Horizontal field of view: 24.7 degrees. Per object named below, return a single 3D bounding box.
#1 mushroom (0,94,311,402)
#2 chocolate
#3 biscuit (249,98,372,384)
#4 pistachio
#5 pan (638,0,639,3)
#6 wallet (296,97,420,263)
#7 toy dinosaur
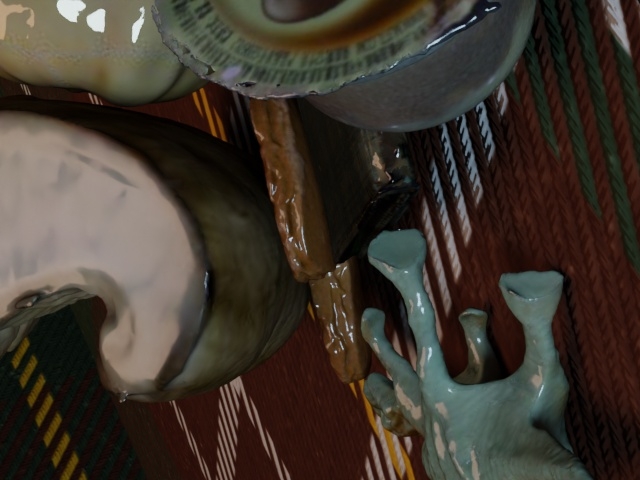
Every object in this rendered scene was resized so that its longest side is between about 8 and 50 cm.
[{"bbox_3d":[-0.110,-0.010,1.156,0.313,0.397,0.224,-2,93,32],"label":"mushroom"},{"bbox_3d":[0.039,-0.133,0.712,0.147,0.221,0.221,34,-161,-53],"label":"chocolate"},{"bbox_3d":[0.001,0.000,1.017,0.192,0.036,0.186,51,-153,-72],"label":"biscuit"},{"bbox_3d":[-0.183,-0.233,1.140,0.238,0.229,0.321,-50,48,31],"label":"pistachio"},{"bbox_3d":[0.133,-0.149,0.599,0.115,0.023,0.068,67,163,2],"label":"pan"},{"bbox_3d":[-0.001,-0.155,0.888,0.169,0.044,0.317,119,139,-72],"label":"wallet"},{"bbox_3d":[0.104,0.101,0.841,0.393,0.092,0.205,38,142,58],"label":"toy dinosaur"}]
